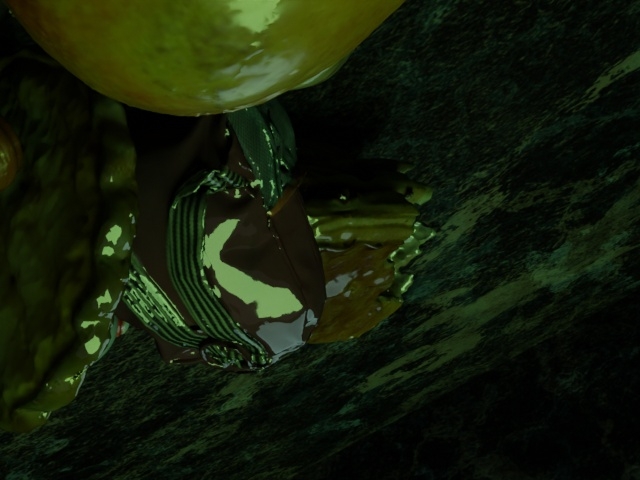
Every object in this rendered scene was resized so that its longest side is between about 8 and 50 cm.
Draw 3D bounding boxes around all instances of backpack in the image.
[{"bbox_3d":[-0.134,0.007,1.221,0.283,0.197,0.317,-13,117,19],"label":"backpack"}]

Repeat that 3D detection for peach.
[{"bbox_3d":[-0.058,-0.258,0.799,0.372,0.290,0.373,0,124,0],"label":"peach"}]

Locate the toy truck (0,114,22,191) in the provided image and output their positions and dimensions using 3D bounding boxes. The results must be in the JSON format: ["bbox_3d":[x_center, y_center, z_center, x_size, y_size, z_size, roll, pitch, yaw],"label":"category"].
[{"bbox_3d":[-0.385,-0.061,0.942,0.211,0.288,0.204,-17,-155,42],"label":"toy truck"}]

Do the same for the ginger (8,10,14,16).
[{"bbox_3d":[-0.152,-0.209,1.069,0.148,0.081,0.333,-42,152,22],"label":"ginger"}]

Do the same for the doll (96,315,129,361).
[{"bbox_3d":[-0.320,0.077,1.476,0.199,0.105,0.336,-16,147,-21],"label":"doll"}]

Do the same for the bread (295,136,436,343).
[{"bbox_3d":[0.000,0.000,1.509,0.370,0.192,0.314,-4,144,-47],"label":"bread"}]

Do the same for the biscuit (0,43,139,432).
[{"bbox_3d":[-0.250,-0.003,1.031,0.078,0.329,0.335,4,98,-38],"label":"biscuit"}]

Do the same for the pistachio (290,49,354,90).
[{"bbox_3d":[-0.004,-0.240,1.045,0.126,0.152,0.223,10,98,-48],"label":"pistachio"}]
